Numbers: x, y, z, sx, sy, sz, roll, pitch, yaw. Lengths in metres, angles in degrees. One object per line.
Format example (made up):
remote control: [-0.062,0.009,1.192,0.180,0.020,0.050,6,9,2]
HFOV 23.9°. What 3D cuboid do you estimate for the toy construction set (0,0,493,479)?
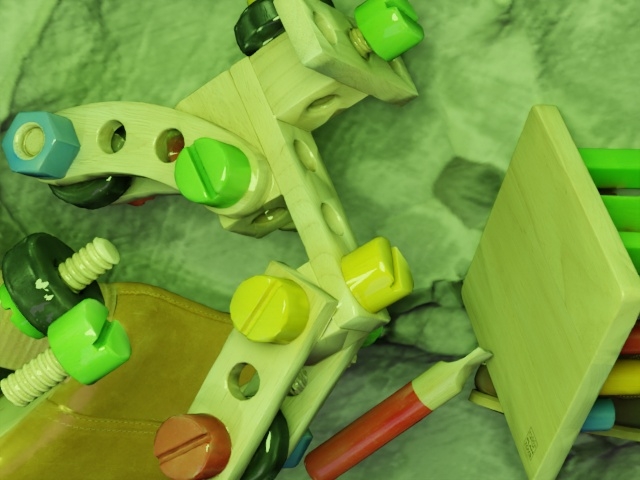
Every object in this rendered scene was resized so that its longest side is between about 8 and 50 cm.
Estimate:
toy construction set: [0.000,0.000,0.848,0.237,0.257,0.309,-36,133,15]

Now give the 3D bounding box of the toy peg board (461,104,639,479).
toy peg board: [0.160,0.032,0.896,0.079,0.161,0.160,1,133,-16]

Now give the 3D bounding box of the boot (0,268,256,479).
boot: [-0.162,0.159,1.023,0.211,0.104,0.295,17,114,-24]

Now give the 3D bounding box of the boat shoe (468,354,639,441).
boat shoe: [0.203,0.098,1.007,0.207,0.073,0.073,11,94,-9]
